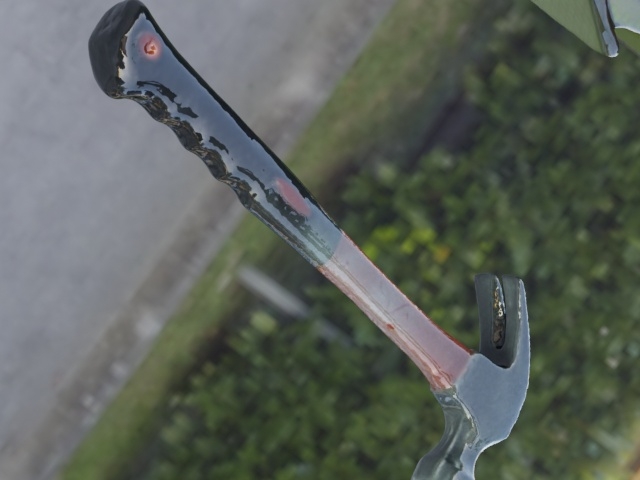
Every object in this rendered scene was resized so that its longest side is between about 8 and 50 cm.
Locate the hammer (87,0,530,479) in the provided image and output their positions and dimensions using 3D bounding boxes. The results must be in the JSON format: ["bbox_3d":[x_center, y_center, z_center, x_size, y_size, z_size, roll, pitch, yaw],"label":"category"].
[{"bbox_3d":[0.000,0.000,0.781,0.033,0.288,0.111,-2,-130,53],"label":"hammer"}]

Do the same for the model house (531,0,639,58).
[{"bbox_3d":[0.124,-0.221,0.832,0.279,0.218,0.205,15,113,-45],"label":"model house"}]
